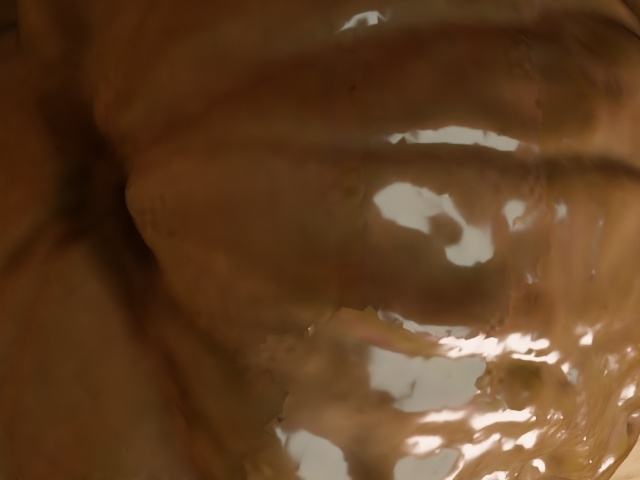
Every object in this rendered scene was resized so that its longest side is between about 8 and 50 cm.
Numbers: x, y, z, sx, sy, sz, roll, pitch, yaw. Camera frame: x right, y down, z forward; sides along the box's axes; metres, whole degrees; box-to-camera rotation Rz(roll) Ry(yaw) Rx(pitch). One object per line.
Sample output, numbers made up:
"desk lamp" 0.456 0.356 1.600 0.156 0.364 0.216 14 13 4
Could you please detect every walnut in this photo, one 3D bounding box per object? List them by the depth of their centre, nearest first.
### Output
"walnut" 0.000 0.000 0.476 0.213 0.213 0.213 -40 146 -34
